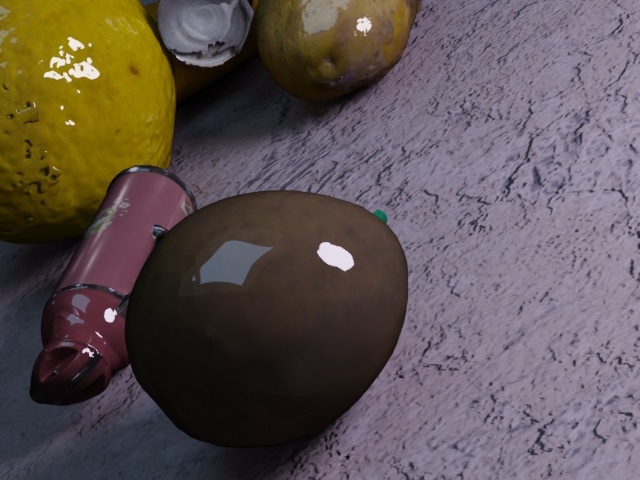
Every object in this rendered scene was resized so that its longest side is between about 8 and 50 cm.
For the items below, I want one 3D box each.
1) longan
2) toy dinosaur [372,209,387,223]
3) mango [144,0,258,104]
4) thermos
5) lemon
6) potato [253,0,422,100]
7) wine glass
[{"bbox_3d":[-0.042,0.058,1.241,0.248,0.248,0.248,-25,27,13],"label":"longan"},{"bbox_3d":[0.000,0.000,1.486,0.132,0.059,0.096,-34,30,-23],"label":"toy dinosaur"},{"bbox_3d":[-0.212,-0.265,2.066,0.359,0.144,0.187,-27,5,-3],"label":"mango"},{"bbox_3d":[-0.209,0.051,1.562,0.136,0.109,0.330,-1,34,12],"label":"thermos"},{"bbox_3d":[-0.341,-0.174,1.822,0.387,0.349,0.350,-27,18,-39],"label":"lemon"},{"bbox_3d":[0.021,-0.275,1.809,0.229,0.229,0.266,-20,43,22],"label":"potato"},{"bbox_3d":[-0.145,-0.310,1.869,0.126,0.126,0.241,-28,21,8],"label":"wine glass"}]
